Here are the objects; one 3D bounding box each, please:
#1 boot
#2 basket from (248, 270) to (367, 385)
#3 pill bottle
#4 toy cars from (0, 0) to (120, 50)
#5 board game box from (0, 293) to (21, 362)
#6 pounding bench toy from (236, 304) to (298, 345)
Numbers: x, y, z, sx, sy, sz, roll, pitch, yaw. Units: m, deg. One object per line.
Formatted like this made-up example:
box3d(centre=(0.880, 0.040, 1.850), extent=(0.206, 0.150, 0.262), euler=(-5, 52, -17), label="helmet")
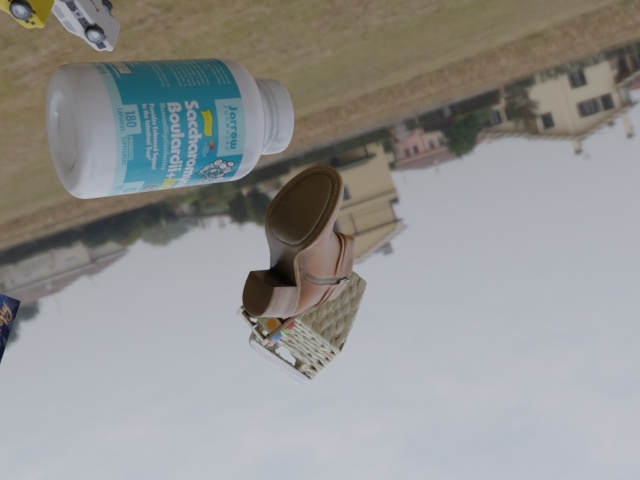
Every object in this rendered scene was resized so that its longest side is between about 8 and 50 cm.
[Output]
box3d(centre=(0.000, 0.000, 0.950), extent=(0.152, 0.073, 0.197), euler=(-4, 131, -54), label="boot")
box3d(centre=(-0.013, 0.106, 1.220), extent=(0.103, 0.113, 0.167), euler=(-41, -164, 41), label="basket")
box3d(centre=(-0.165, -0.134, 0.954), extent=(0.264, 0.146, 0.146), euler=(-11, 180, -32), label="pill bottle")
box3d(centre=(-0.489, -0.430, 1.441), extent=(0.087, 0.177, 0.393), euler=(-14, 178, 18), label="toy cars")
box3d(centre=(-0.563, 0.174, 1.300), extent=(0.243, 0.165, 0.042), euler=(-11, 150, 45), label="board game box")
box3d(centre=(-0.071, 0.103, 1.106), extent=(0.052, 0.065, 0.083), euler=(-39, 177, -18), label="pounding bench toy")
